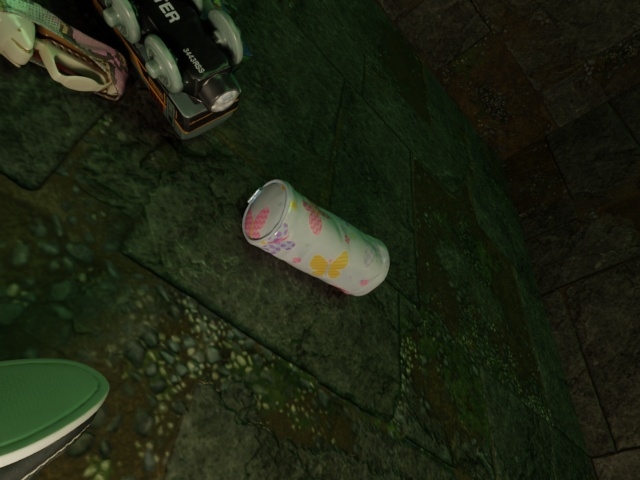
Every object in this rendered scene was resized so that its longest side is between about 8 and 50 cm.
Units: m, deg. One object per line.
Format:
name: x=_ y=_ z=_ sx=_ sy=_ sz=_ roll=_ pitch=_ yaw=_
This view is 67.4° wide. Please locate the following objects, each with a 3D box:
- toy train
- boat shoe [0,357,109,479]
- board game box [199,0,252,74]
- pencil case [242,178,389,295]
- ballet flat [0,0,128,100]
toy train: x=-0.236 y=-0.305 z=0.692 sx=0.142 sy=0.190 sz=0.333 roll=-36 pitch=88 yaw=-23
boat shoe: x=-0.284 y=0.166 z=0.311 sx=0.114 sy=0.091 sz=0.303 roll=23 pitch=18 yaw=30
board game box: x=-0.214 y=-0.350 z=0.798 sx=0.201 sy=0.136 sz=0.035 roll=60 pitch=31 yaw=4
pencil case: x=0.000 y=0.000 z=0.820 sx=0.273 sy=0.113 sz=0.124 roll=28 pitch=33 yaw=-39
ballet flat: x=-0.339 y=-0.238 z=0.594 sx=0.222 sy=0.077 sz=0.079 roll=18 pitch=53 yaw=-52
